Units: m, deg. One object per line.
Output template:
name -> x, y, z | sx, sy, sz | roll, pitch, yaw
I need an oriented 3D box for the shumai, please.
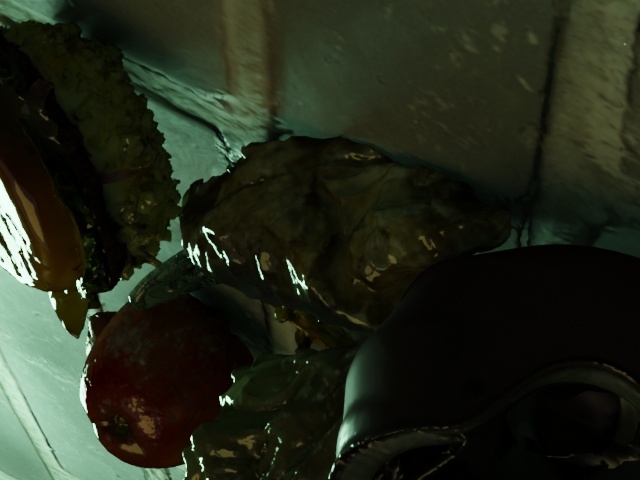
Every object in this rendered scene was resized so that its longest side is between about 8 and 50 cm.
shumai -> 0.027, 0.151, 1.496 | 0.262, 0.267, 0.314 | 49, 144, 39

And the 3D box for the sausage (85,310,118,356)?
sausage -> -0.112, 0.176, 1.978 | 0.330, 0.102, 0.102 | 28, 160, 12

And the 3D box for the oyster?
oyster -> -0.001, 0.005, 1.375 | 0.341, 0.110, 0.166 | 13, 154, 42

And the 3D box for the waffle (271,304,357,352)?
waffle -> 0.063, 0.098, 1.596 | 0.231, 0.051, 0.228 | 11, 155, 45

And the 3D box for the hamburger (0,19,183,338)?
hamburger -> -0.206, -0.070, 1.430 | 0.262, 0.138, 0.243 | 50, 156, 22

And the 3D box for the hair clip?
hair clip -> -0.106, 0.030, 1.692 | 0.066, 0.036, 0.229 | 32, 152, -27

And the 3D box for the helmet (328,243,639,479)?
helmet -> 0.173, 0.118, 1.236 | 0.338, 0.197, 0.271 | 3, 138, -3

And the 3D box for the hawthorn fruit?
hawthorn fruit -> -0.151, 0.137, 1.823 | 0.173, 0.173, 0.173 | 28, 160, 11
